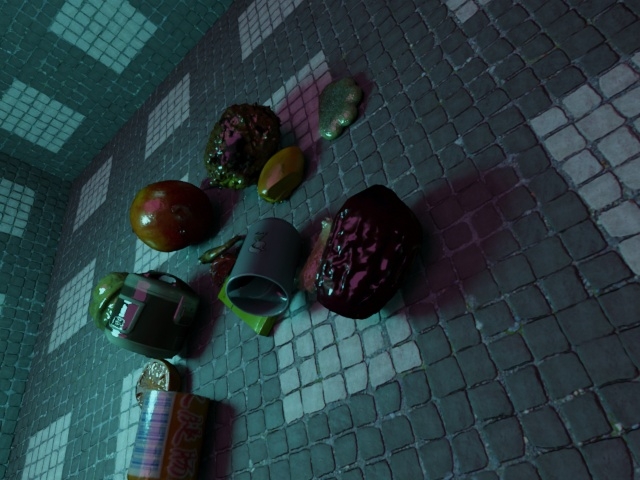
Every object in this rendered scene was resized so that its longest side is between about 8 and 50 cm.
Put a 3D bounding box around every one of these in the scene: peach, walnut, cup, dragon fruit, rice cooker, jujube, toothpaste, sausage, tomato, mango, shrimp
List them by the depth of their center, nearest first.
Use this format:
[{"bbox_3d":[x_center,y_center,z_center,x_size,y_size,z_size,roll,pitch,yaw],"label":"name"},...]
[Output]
[{"bbox_3d":[0.134,0.034,1.219,0.258,0.258,0.376,25,94,47],"label":"jujube"},{"bbox_3d":[-0.180,0.075,1.462,0.205,0.205,0.312,-28,33,30],"label":"cup"},{"bbox_3d":[-0.516,0.670,1.494,0.233,0.233,0.287,-17,58,37],"label":"sausage"},{"bbox_3d":[-0.153,-0.263,1.718,0.154,0.126,0.252,32,91,36],"label":"mango"},{"bbox_3d":[-0.644,0.596,1.753,0.237,0.095,0.236,-17,61,34],"label":"tomato"},{"bbox_3d":[-0.395,0.099,1.762,0.162,0.083,0.106,-58,9,32],"label":"dragon fruit"},{"bbox_3d":[-0.678,0.291,1.783,0.335,0.335,0.325,9,75,46],"label":"rice cooker"},{"bbox_3d":[-0.434,0.040,1.859,0.169,0.058,0.296,-38,10,-33],"label":"shrimp"},{"bbox_3d":[-0.675,-0.108,1.988,0.370,0.370,0.370,-21,55,35],"label":"peach"},{"bbox_3d":[-0.948,0.306,2.075,0.282,0.253,0.276,38,103,44],"label":"walnut"},{"bbox_3d":[-0.565,-0.289,2.189,0.194,0.043,0.067,-3,70,49],"label":"toothpaste"}]

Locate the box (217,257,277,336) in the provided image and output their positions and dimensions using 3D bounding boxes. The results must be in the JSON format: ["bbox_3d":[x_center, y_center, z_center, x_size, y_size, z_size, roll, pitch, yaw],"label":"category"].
[{"bbox_3d":[-0.258,0.202,1.629,0.335,0.047,0.187,26,87,48],"label":"box"}]

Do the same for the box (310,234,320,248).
[{"bbox_3d":[0.000,0.000,1.515,0.083,0.012,0.046,-15,60,36],"label":"box"}]

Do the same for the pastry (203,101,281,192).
[{"bbox_3d":[-0.311,-0.402,1.803,0.405,0.292,0.337,-67,14,-20],"label":"pastry"}]

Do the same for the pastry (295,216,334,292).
[{"bbox_3d":[0.013,0.056,1.416,0.121,0.089,0.258,19,84,54],"label":"pastry"}]

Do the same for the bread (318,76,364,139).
[{"bbox_3d":[0.076,-0.536,1.699,0.207,0.056,0.286,-27,53,33],"label":"bread"}]
